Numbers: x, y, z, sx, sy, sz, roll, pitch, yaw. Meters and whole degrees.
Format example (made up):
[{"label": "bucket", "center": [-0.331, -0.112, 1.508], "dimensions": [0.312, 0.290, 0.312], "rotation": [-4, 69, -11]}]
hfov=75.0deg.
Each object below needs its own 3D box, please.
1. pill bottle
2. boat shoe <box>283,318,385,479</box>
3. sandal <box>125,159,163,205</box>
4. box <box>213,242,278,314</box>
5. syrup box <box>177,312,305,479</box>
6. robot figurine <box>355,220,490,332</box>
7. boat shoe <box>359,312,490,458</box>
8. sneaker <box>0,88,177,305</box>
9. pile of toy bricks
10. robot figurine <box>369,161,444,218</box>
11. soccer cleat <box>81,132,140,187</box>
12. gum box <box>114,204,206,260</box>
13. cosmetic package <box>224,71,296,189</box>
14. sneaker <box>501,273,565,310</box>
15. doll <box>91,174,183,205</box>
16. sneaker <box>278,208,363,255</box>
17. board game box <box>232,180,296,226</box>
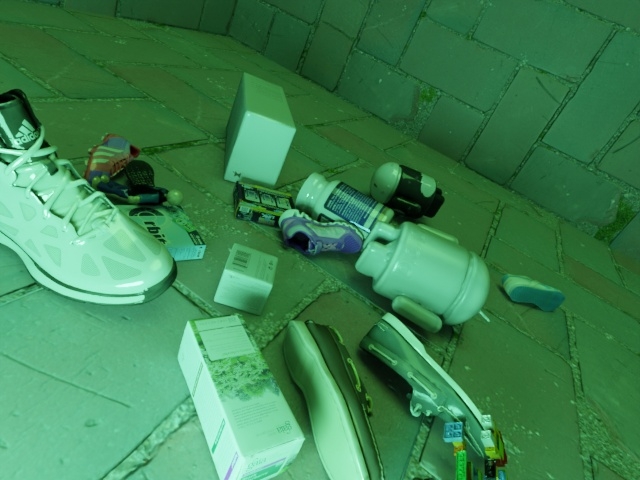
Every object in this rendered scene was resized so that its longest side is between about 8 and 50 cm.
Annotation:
[{"label": "pill bottle", "center": [0.068, -0.083, 1.222], "dimensions": [0.264, 0.153, 0.153], "rotation": [31, 29, 9]}, {"label": "boat shoe", "center": [0.030, 0.255, 0.681], "dimensions": [0.096, 0.117, 0.324], "rotation": [5, 29, -27]}, {"label": "sandal", "center": [-0.438, -0.130, 1.029], "dimensions": [0.067, 0.040, 0.179], "rotation": [-7, 56, -36]}, {"label": "box", "center": [-0.150, 0.079, 0.852], "dimensions": [0.101, 0.087, 0.101], "rotation": [20, 29, -11]}, {"label": "syrup box", "center": [-0.127, 0.227, 0.617], "dimensions": [0.093, 0.096, 0.237], "rotation": [-2, 39, -37]}, {"label": "robot figurine", "center": [0.270, 0.085, 1.056], "dimensions": [0.353, 0.200, 0.300], "rotation": [25, 57, -1]}, {"label": "boat shoe", "center": [0.201, 0.290, 0.808], "dimensions": [0.099, 0.116, 0.319], "rotation": [-36, 65, -10]}, {"label": "sneaker", "center": [-0.438, -0.072, 0.665], "dimensions": [0.447, 0.258, 0.169], "rotation": [26, 47, 7]}, {"label": "pile of toy bricks", "center": [0.236, 0.390, 0.644], "dimensions": [0.105, 0.118, 0.212], "rotation": [61, 31, -16]}, {"label": "robot figurine", "center": [0.322, -0.184, 1.576], "dimensions": [0.278, 0.174, 0.209], "rotation": [21, -6, -9]}, {"label": "soccer cleat", "center": [-0.515, -0.196, 1.032], "dimensions": [0.095, 0.083, 0.248], "rotation": [18, 27, -22]}, {"label": "gum box", "center": [-0.363, -0.018, 0.891], "dimensions": [0.184, 0.041, 0.157], "rotation": [-3, 39, -42]}, {"label": "cosmetic package", "center": [-0.216, -0.381, 1.411], "dimensions": [0.161, 0.230, 0.453], "rotation": [15, 31, -20]}, {"label": "sneaker", "center": [0.713, 0.167, 1.390], "dimensions": [0.228, 0.087, 0.092], "rotation": [18, 27, -17]}, {"label": "doll", "center": [-0.403, -0.106, 0.934], "dimensions": [0.188, 0.046, 0.129], "rotation": [10, 14, -5]}, {"label": "sneaker", "center": [0.000, 0.000, 1.108], "dimensions": [0.236, 0.095, 0.105], "rotation": [15, 37, -9]}, {"label": "board game box", "center": [-0.158, -0.101, 1.183], "dimensions": [0.170, 0.048, 0.141], "rotation": [13, 29, -22]}]
